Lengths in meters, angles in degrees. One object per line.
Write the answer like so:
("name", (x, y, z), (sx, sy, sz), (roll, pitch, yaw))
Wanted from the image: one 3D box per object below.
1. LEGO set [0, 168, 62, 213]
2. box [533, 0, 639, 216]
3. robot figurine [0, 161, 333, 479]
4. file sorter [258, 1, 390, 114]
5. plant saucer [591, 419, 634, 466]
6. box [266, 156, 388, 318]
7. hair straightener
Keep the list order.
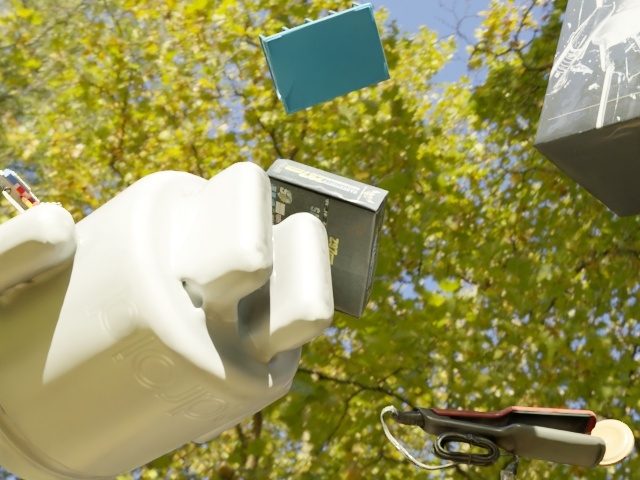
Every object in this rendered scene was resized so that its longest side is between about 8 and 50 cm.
("LEGO set", (-0.459, -0.102, 1.162), (0.182, 0.060, 0.244), (48, -14, -10))
("box", (0.441, -0.221, 0.859), (0.179, 0.313, 0.343), (30, -24, -29))
("robot figurine", (-0.158, 0.078, 0.669), (0.353, 0.200, 0.300), (-31, -53, 24))
("file sorter", (0.001, -0.287, 1.258), (0.170, 0.104, 0.118), (-20, -67, -6))
("plant saucer", (0.460, 0.323, 1.303), (0.083, 0.083, 0.013), (-15, -54, 34))
("box", (0.000, 0.000, 1.270), (0.183, 0.059, 0.233), (19, -47, 13))
("hair straightener", (0.173, 0.198, 0.807), (0.230, 0.089, 0.047), (9, -61, -5))
